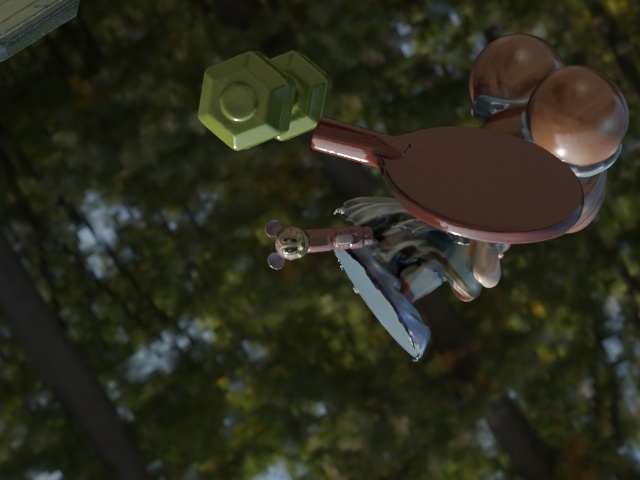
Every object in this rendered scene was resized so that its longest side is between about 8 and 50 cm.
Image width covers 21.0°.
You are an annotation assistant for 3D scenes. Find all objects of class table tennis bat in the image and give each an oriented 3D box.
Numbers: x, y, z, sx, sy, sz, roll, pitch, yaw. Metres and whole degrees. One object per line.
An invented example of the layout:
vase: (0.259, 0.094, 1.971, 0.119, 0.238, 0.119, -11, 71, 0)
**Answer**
table tennis bat: (0.140, -0.078, 1.912, 0.310, 0.038, 0.200, 17, -144, 14)

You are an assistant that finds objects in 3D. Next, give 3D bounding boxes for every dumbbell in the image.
dumbbell: (-0.065, -0.180, 2.189, 0.108, 0.121, 0.302, -51, 174, 13)

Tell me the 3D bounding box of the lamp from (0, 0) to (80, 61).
lamp: (-0.484, -0.318, 2.277, 0.269, 0.047, 0.266, 17, -152, 10)

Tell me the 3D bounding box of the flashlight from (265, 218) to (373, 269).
flashlight: (0.000, 0.000, 1.755, 0.110, 0.052, 0.031, -6, -172, -9)

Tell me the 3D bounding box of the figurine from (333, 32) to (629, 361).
figurine: (0.202, -0.062, 2.188, 0.388, 0.248, 0.276, -35, -147, -6)
